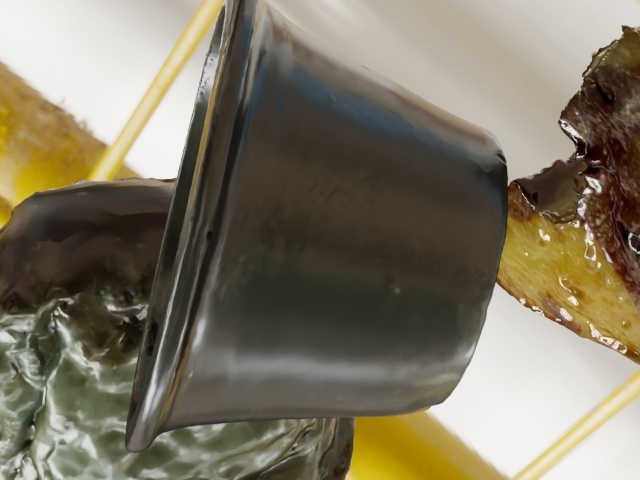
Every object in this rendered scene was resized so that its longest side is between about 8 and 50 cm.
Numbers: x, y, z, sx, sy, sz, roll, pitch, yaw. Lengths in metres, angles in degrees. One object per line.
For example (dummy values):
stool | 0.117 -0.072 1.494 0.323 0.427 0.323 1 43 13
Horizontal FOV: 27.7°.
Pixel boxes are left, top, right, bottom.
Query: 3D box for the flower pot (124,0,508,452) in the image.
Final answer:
flower pot | 0.000 0.000 0.628 0.148 0.235 0.235 13 -136 -10

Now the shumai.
shumai | -0.127 0.095 0.859 0.309 0.263 0.304 -12 -111 -4

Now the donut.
donut | 0.198 -0.022 0.726 0.112 0.295 0.151 -40 -102 -17
